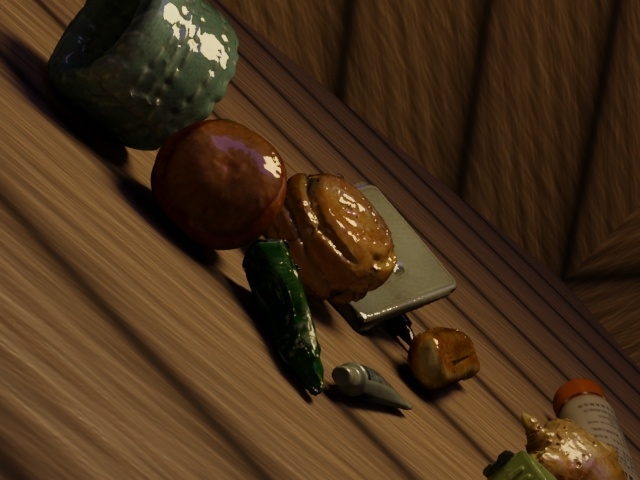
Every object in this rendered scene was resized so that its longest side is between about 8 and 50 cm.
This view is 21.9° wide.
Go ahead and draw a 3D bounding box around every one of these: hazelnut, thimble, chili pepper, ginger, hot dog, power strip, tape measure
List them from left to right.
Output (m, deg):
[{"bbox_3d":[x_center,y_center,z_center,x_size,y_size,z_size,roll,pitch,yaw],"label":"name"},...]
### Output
[{"bbox_3d":[-0.202,-0.206,1.897,0.143,0.198,0.235,40,20,-27],"label":"thimble"},{"bbox_3d":[-0.113,-0.062,1.828,0.150,0.150,0.150,42,10,-9],"label":"hazelnut"},{"bbox_3d":[-0.028,0.092,1.755,0.227,0.059,0.088,-113,179,-52],"label":"chili pepper"},{"bbox_3d":[0.050,0.031,2.205,0.198,0.064,0.213,-19,58,-39],"label":"power strip"},{"bbox_3d":[0.164,0.158,2.197,0.286,0.061,0.087,23,49,-72],"label":"hot dog"},{"bbox_3d":[0.273,0.331,1.843,0.154,0.087,0.177,43,11,-39],"label":"tape measure"},{"bbox_3d":[0.325,0.307,2.118,0.216,0.102,0.157,49,37,2],"label":"ginger"}]

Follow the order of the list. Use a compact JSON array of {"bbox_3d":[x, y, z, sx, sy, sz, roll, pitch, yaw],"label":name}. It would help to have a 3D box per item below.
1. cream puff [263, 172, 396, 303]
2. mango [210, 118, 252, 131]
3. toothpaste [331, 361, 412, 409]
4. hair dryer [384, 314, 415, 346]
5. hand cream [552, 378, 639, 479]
[{"bbox_3d":[0.000,0.000,2.031,0.189,0.129,0.189,41,19,-18],"label":"cream puff"},{"bbox_3d":[-0.105,-0.097,2.133,0.137,0.091,0.237,50,10,1],"label":"mango"},{"bbox_3d":[0.055,0.161,1.841,0.062,0.037,0.216,46,6,19],"label":"toothpaste"},{"bbox_3d":[0.069,0.058,2.304,0.255,0.070,0.128,56,13,24],"label":"hair dryer"},{"bbox_3d":[0.436,0.328,2.522,0.140,0.089,0.314,39,15,-19],"label":"hand cream"}]
